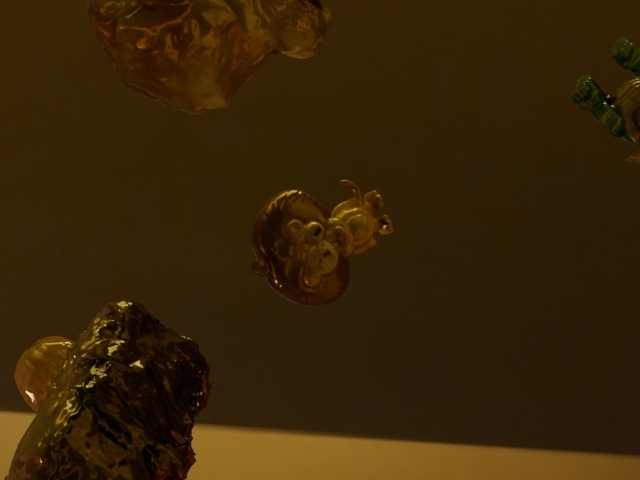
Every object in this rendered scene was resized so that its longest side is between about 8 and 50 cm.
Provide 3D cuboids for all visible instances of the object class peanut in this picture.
[{"bbox_3d":[-0.318,0.232,2.308,0.257,0.123,0.123,32,-65,5],"label":"peanut"}]

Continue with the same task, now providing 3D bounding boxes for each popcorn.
[{"bbox_3d":[-0.111,-0.258,1.650,0.225,0.276,0.276,-152,-108,-85],"label":"popcorn"}]

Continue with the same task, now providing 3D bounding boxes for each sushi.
[{"bbox_3d":[-0.213,0.208,1.687,0.343,0.182,0.196,-77,-166,-56],"label":"sushi"}]

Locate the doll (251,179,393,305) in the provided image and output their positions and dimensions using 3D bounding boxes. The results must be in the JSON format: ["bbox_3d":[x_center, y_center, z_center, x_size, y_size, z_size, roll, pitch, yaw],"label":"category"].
[{"bbox_3d":[-0.003,-0.009,1.955,0.188,0.145,0.096,-49,-162,-20],"label":"doll"}]

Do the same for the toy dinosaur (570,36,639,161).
[{"bbox_3d":[0.323,-0.135,1.606,0.094,0.153,0.259,-44,-170,14],"label":"toy dinosaur"}]
